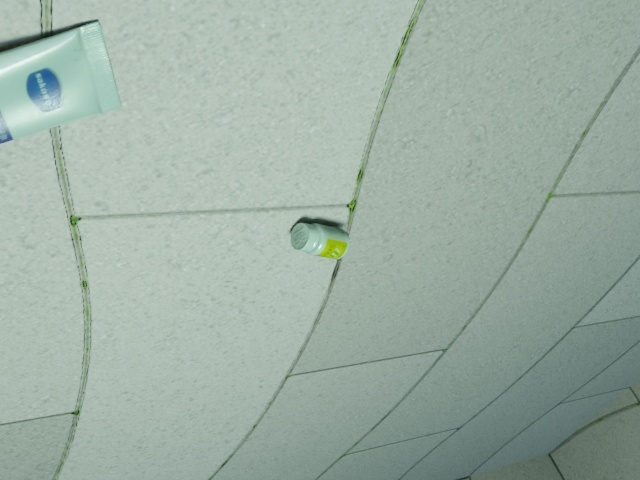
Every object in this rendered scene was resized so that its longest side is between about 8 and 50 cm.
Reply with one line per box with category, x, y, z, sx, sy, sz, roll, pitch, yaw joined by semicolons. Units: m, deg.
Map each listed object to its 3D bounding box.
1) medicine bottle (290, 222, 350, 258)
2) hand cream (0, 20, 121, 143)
medicine bottle;0.000;0.000;1.088;0.083;0.047;0.047;10;133;-43
hand cream;-0.353;-0.120;0.700;0.320;0.067;0.109;-23;147;-17
